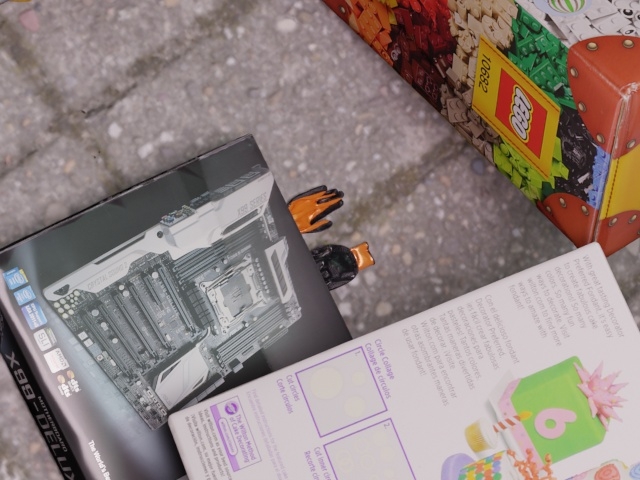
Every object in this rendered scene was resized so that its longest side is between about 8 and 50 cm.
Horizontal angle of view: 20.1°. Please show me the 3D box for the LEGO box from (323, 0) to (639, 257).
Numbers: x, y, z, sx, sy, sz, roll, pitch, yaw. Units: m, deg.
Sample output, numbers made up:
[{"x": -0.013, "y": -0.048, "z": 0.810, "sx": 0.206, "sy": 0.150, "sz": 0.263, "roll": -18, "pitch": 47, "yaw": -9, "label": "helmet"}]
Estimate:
[{"x": 0.292, "y": -0.262, "z": 1.440, "sx": 0.500, "sy": 0.193, "sz": 0.372, "roll": -30, "pitch": 58, "yaw": -23, "label": "LEGO box"}]

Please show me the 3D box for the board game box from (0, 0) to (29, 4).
[{"x": -0.157, "y": -0.398, "z": 1.281, "sx": 0.050, "sy": 0.390, "sz": 0.390, "roll": -5, "pitch": 85, "yaw": -42, "label": "board game box"}]

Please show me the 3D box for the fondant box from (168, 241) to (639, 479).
[{"x": 0.090, "y": 0.176, "z": 1.260, "sx": 0.330, "sy": 0.096, "sz": 0.238, "roll": -22, "pitch": 70, "yaw": 1, "label": "fondant box"}]

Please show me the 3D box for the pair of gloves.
[{"x": 0.000, "y": 0.000, "z": 1.479, "sx": 0.074, "sy": 0.010, "sz": 0.083, "roll": -27, "pitch": 96, "yaw": -24, "label": "pair of gloves"}]

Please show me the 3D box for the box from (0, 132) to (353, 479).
[{"x": -0.097, "y": 0.106, "z": 1.389, "sx": 0.242, "sy": 0.076, "sz": 0.307, "roll": -26, "pitch": 92, "yaw": -23, "label": "box"}]
